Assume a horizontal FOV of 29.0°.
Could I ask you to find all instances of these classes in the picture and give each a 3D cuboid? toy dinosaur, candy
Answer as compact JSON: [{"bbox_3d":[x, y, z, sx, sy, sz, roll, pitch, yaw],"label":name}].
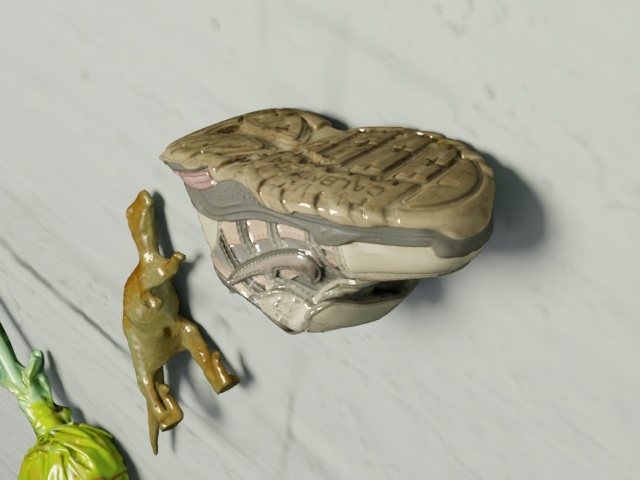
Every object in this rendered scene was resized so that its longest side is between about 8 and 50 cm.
[{"bbox_3d":[-0.105,0.055,0.755,0.126,0.039,0.162,65,148,13],"label":"toy dinosaur"},{"bbox_3d":[-0.217,0.096,0.891,0.077,0.073,0.262,-41,72,33],"label":"candy"}]

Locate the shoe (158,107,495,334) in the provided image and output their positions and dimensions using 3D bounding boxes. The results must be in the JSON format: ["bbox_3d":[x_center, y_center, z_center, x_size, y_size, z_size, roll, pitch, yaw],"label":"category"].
[{"bbox_3d":[0.000,0.000,0.553,0.180,0.089,0.092,17,123,46],"label":"shoe"}]
